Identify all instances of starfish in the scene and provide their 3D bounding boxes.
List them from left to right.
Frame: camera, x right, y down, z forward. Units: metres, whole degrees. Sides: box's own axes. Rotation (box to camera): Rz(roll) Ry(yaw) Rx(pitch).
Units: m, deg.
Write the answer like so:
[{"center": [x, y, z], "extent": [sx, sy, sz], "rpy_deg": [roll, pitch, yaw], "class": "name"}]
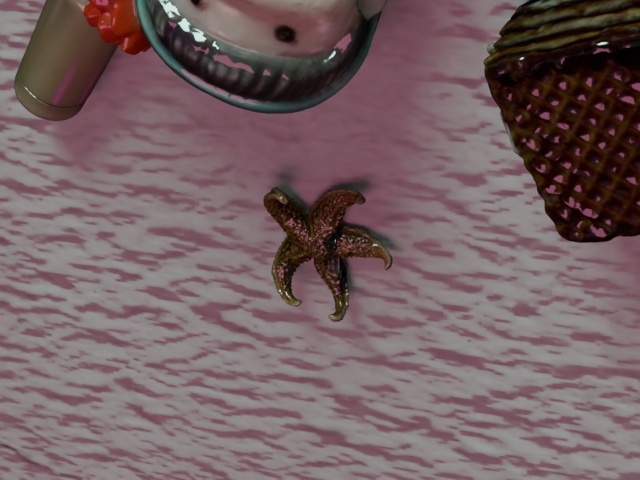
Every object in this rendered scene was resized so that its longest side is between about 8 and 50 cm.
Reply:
[{"center": [0.000, 0.000, 1.021], "extent": [0.078, 0.028, 0.091], "rpy_deg": [30, 132, -7], "class": "starfish"}]

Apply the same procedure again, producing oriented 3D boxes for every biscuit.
[{"center": [0.204, -0.071, 0.827], "extent": [0.252, 0.070, 0.106], "rpy_deg": [-9, 123, 32], "class": "biscuit"}]

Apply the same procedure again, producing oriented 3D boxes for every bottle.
[{"center": [-0.129, -0.106, 0.990], "extent": [0.045, 0.045, 0.096], "rpy_deg": [34, 137, -2], "class": "bottle"}]

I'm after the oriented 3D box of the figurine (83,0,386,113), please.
[{"center": [-0.017, -0.167, 0.843], "extent": [0.138, 0.110, 0.245], "rpy_deg": [34, 132, 12], "class": "figurine"}]
